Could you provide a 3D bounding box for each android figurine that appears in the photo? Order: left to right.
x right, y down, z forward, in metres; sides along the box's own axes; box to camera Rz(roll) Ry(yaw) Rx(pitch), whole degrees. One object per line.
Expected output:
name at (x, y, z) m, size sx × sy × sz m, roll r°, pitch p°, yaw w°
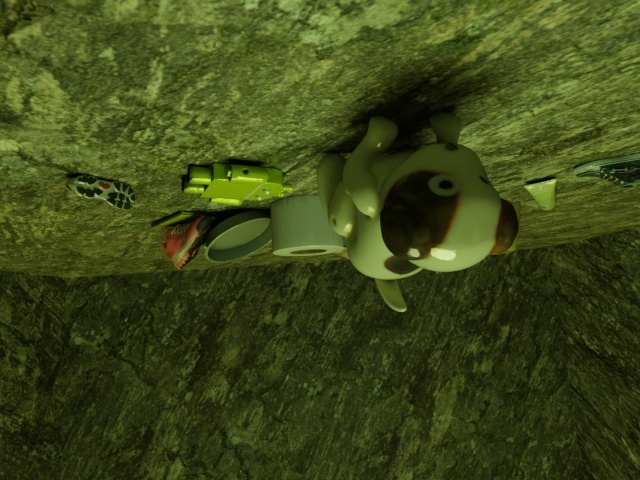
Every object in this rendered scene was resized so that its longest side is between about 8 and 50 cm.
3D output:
android figurine at (-0.208, -0.143, 1.079) m, size 0.273 × 0.056 × 0.248 m, roll 3°, pitch 169°, yaw -28°

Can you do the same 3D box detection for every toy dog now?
toy dog at (0.161, -0.050, 0.799) m, size 0.285 × 0.395 × 0.408 m, roll 7°, pitch 178°, yaw -13°

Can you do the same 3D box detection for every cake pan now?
cake pan at (-0.288, -0.016, 1.530) m, size 0.293 × 0.054 × 0.293 m, roll -26°, pitch 162°, yaw -9°

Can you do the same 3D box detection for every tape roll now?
tape roll at (-0.046, -0.043, 1.426) m, size 0.246 × 0.169 × 0.246 m, roll -3°, pitch 171°, yaw -1°

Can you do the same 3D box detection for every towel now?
towel at (-0.516, -0.074, 1.517) m, size 0.237 × 0.021 × 0.102 m, roll -13°, pitch 173°, yaw 43°

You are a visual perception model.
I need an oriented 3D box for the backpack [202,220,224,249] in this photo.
backpack at (-0.403, -0.009, 1.667) m, size 0.152 × 0.115 × 0.182 m, roll -6°, pitch 173°, yaw 0°

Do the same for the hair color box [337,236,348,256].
hair color box at (0.176, 0.031, 1.792) m, size 0.347 × 0.105 × 0.174 m, roll 22°, pitch 165°, yaw -7°

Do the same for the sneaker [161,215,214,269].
sneaker at (-0.496, -0.010, 1.509) m, size 0.314 × 0.136 × 0.116 m, roll -42°, pitch -174°, yaw 43°

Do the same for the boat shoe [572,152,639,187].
boat shoe at (0.810, -0.183, 1.166) m, size 0.183 × 0.083 × 0.065 m, roll -10°, pitch 170°, yaw 34°

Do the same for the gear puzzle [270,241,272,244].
gear puzzle at (-0.306, -0.001, 2.036) m, size 0.339 × 0.044 × 0.175 m, roll 1°, pitch 172°, yaw -12°

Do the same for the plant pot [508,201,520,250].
plant pot at (0.713, -0.038, 1.743) m, size 0.212 × 0.187 × 0.212 m, roll -7°, pitch 170°, yaw 16°

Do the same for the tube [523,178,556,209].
tube at (0.752, -0.160, 1.411) m, size 0.070 × 0.062 × 0.240 m, roll -53°, pitch 147°, yaw 14°

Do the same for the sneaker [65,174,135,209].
sneaker at (-0.551, -0.126, 1.059) m, size 0.071 × 0.068 × 0.170 m, roll 8°, pitch 171°, yaw 35°
